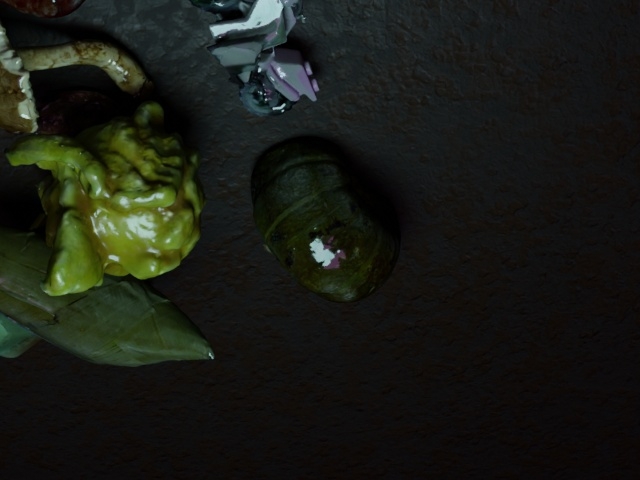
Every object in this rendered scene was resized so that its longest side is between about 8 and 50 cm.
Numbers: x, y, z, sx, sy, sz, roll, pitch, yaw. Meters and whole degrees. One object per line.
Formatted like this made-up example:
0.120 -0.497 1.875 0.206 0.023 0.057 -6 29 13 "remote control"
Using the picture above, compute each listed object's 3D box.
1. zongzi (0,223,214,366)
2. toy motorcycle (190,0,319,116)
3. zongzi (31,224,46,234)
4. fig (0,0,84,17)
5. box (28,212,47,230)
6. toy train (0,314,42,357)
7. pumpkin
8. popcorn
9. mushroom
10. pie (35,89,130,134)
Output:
-0.398 0.095 1.814 0.356 0.174 0.393 33 164 -31 "zongzi"
-0.079 -0.325 1.691 0.188 0.143 0.327 -17 138 10 "toy motorcycle"
-0.378 -0.045 1.942 0.204 0.094 0.205 25 124 -29 "zongzi"
-0.399 -0.463 1.556 0.145 0.170 0.274 -16 120 -49 "fig"
-0.456 0.083 2.033 0.269 0.043 0.152 40 74 -31 "box"
-0.619 0.098 2.015 0.129 0.159 0.326 -30 128 25 "toy train"
0.000 0.000 1.931 0.242 0.232 0.325 -34 122 27 "pumpkin"
-0.338 -0.082 1.743 0.290 0.321 0.325 -42 113 12 "popcorn"
-0.446 -0.293 1.709 0.208 0.301 0.233 3 110 31 "mushroom"
-0.411 -0.214 1.834 0.170 0.034 0.092 -12 135 7 "pie"
